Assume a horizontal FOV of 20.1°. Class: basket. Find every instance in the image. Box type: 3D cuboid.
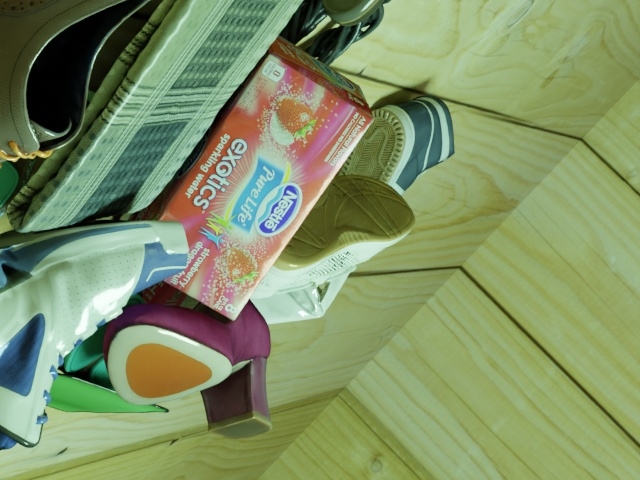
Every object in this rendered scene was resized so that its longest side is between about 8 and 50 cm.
[{"bbox_3d":[-0.066,0.033,2.230,0.167,0.103,0.113,-6,144,-31],"label":"basket"}]

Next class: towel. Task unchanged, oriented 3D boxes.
[{"bbox_3d":[-0.129,-0.148,1.580,0.324,0.056,0.312,-51,172,13],"label":"towel"}]

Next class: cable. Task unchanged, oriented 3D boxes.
[{"bbox_3d":[0.003,-0.225,1.895,0.184,0.047,0.150,-36,160,-23],"label":"cable"}]

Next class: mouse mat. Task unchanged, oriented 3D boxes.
[{"bbox_3d":[-0.272,0.164,1.932,0.190,0.007,0.153,-7,157,45],"label":"mouse mat"}]

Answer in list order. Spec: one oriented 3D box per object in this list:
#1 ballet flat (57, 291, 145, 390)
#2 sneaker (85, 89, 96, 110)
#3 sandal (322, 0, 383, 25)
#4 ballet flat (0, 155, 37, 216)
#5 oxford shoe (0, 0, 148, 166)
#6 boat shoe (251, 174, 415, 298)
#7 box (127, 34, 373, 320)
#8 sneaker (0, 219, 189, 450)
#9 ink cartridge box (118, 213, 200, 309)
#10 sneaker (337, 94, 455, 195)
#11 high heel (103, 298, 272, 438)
[{"bbox_3d":[-0.246,0.081,1.892,0.116,0.124,0.342,-38,166,-9],"label":"ballet flat"},{"bbox_3d":[-0.191,-0.125,1.619,0.069,0.038,0.098,-41,176,-21],"label":"sneaker"},{"bbox_3d":[0.064,-0.308,1.761,0.060,0.090,0.219,23,118,-40],"label":"sandal"},{"bbox_3d":[-0.256,-0.083,1.499,0.188,0.070,0.070,-48,167,30],"label":"ballet flat"},{"bbox_3d":[-0.259,-0.089,1.297,0.363,0.133,0.130,-50,166,25],"label":"oxford shoe"},{"bbox_3d":[0.000,0.000,2.031,0.277,0.098,0.096,-18,154,-50],"label":"boat shoe"},{"bbox_3d":[-0.073,-0.069,1.797,0.257,0.128,0.122,-55,-162,14],"label":"box"},{"bbox_3d":[-0.265,0.087,1.604,0.316,0.182,0.127,-16,-169,-38],"label":"sneaker"},{"bbox_3d":[-0.115,-0.037,1.974,0.237,0.100,0.172,-47,168,10],"label":"ink cartridge box"},{"bbox_3d":[0.082,-0.082,2.444,0.153,0.099,0.282,-27,156,-48],"label":"sneaker"},{"bbox_3d":[-0.144,0.082,1.864,0.127,0.181,0.377,-15,158,7],"label":"high heel"}]
